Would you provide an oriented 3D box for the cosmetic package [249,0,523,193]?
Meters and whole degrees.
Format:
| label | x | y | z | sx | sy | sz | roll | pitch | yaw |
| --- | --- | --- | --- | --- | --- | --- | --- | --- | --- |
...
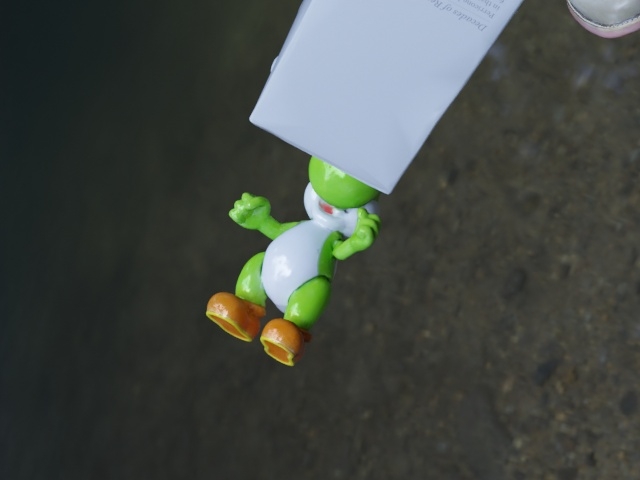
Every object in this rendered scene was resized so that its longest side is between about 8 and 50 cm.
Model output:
| label | x | y | z | sx | sy | sz | roll | pitch | yaw |
| --- | --- | --- | --- | --- | --- | --- | --- | --- | --- |
| cosmetic package | 0.096 | -0.254 | 1.021 | 0.385 | 0.156 | 0.217 | -58 | 8 | 43 |

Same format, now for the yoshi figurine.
| label | x | y | z | sx | sy | sz | roll | pitch | yaw |
| --- | --- | --- | --- | --- | --- | --- | --- | --- | --- |
| yoshi figurine | -0.013 | -0.015 | 1.742 | 0.362 | 0.203 | 0.203 | -57 | 20 | -17 |

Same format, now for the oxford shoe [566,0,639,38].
| label | x | y | z | sx | sy | sz | roll | pitch | yaw |
| --- | --- | --- | --- | --- | --- | --- | --- | --- | --- |
| oxford shoe | 0.384 | -0.431 | 1.702 | 0.140 | 0.146 | 0.397 | -26 | 39 | 15 |
